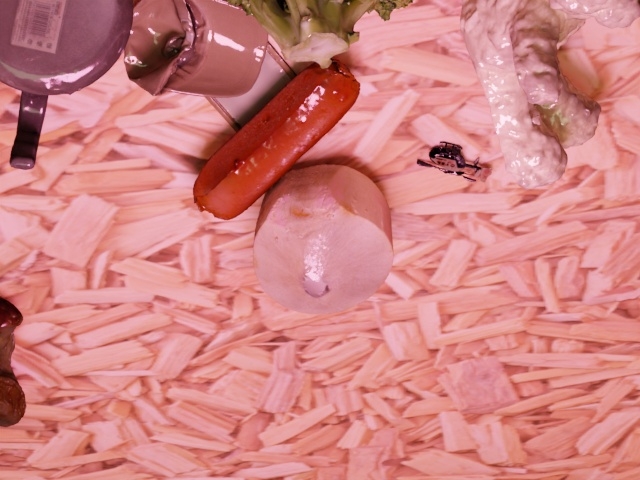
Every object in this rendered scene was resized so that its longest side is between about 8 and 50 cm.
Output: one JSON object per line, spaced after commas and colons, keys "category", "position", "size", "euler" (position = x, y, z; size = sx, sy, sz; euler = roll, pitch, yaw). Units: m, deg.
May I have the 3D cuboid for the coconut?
{"category": "coconut", "position": [0.004, 0.000, 2.064], "size": [0.241, 0.241, 0.241], "euler": [0, 127, 0]}

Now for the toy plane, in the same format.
{"category": "toy plane", "position": [0.214, -0.122, 2.095], "size": [0.121, 0.031, 0.049], "euler": [14, 131, -8]}

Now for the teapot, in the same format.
{"category": "teapot", "position": [-0.361, -0.272, 1.817], "size": [0.223, 0.285, 0.305], "euler": [-19, 99, -8]}

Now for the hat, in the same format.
{"category": "hat", "position": [-0.182, -0.288, 1.943], "size": [0.173, 0.144, 0.166], "euler": [6, 106, -45]}

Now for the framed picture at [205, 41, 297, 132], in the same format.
{"category": "framed picture", "position": [-0.109, -0.238, 2.016], "size": [0.136, 0.010, 0.201], "euler": [-30, 121, 21]}

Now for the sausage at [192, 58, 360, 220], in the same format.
{"category": "sausage", "position": [-0.070, -0.154, 2.013], "size": [0.102, 0.102, 0.330], "euler": [37, 117, -25]}

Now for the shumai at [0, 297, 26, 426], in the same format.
{"category": "shumai", "position": [-0.589, 0.200, 2.283], "size": [0.222, 0.203, 0.272], "euler": [23, 158, -15]}

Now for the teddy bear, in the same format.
{"category": "teddy bear", "position": [0.377, -0.292, 1.789], "size": [0.362, 0.327, 0.375], "euler": [-15, 112, 43]}

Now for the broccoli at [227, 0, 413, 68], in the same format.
{"category": "broccoli", "position": [0.001, -0.368, 1.768], "size": [0.308, 0.275, 0.308], "euler": [-7, 158, -3]}
